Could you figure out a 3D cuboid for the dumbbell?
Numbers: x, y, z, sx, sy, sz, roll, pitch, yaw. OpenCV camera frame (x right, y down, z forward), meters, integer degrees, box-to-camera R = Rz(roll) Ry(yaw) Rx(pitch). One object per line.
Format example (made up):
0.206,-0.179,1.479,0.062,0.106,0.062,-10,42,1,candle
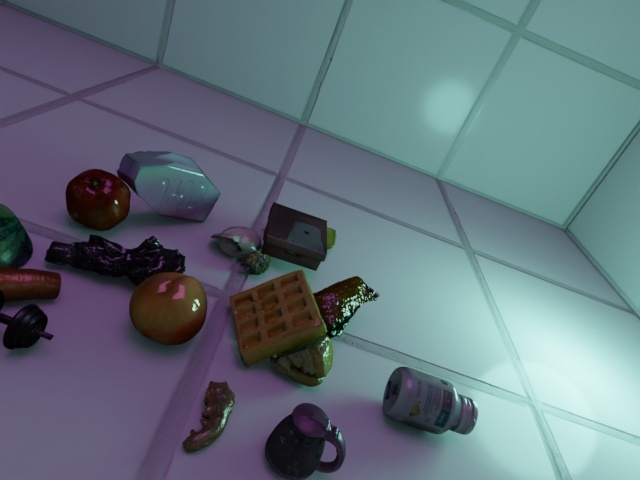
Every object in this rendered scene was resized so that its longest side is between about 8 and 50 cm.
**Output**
-0.647,0.159,0.940,0.209,0.099,0.099,23,28,-3,dumbbell

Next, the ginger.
-0.224,0.364,0.963,0.070,0.051,0.173,19,26,-2,ginger

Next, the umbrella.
-0.528,0.039,1.222,0.337,0.128,0.154,17,30,-7,umbrella

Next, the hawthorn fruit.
-0.645,-0.127,1.332,0.179,0.200,0.179,4,67,-10,hawthorn fruit

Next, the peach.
-0.356,0.157,1.091,0.184,0.184,0.184,18,28,-10,peach

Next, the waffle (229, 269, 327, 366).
-0.118,0.191,1.211,0.221,0.055,0.248,-22,36,-3,waffle

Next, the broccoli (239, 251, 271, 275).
-0.205,0.070,1.467,0.092,0.095,0.097,16,59,30,broccoli

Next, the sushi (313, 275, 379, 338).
0.048,0.201,1.365,0.287,0.149,0.140,-22,86,-53,sushi

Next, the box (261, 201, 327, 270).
-0.089,-0.014,1.582,0.215,0.086,0.215,18,33,-12,box

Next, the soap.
-0.482,-0.178,1.484,0.109,0.192,0.324,43,18,32,soap

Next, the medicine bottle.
0.280,0.414,1.170,0.215,0.135,0.135,21,28,-5,medicine bottle

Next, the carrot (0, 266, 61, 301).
-0.693,0.098,1.032,0.193,0.087,0.087,-4,38,-42,carrot

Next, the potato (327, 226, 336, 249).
0.000,0.000,1.766,0.119,0.054,0.198,28,26,8,potato

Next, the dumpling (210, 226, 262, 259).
-0.273,-0.001,1.527,0.150,0.092,0.176,30,29,35,dumpling

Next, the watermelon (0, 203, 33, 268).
-0.778,-0.001,1.135,0.146,0.128,0.231,39,24,-9,watermelon

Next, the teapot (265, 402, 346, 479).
-0.030,0.409,0.928,0.148,0.146,0.116,40,32,28,teapot

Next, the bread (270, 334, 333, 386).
-0.038,0.310,1.159,0.110,0.156,0.103,66,25,-8,bread
